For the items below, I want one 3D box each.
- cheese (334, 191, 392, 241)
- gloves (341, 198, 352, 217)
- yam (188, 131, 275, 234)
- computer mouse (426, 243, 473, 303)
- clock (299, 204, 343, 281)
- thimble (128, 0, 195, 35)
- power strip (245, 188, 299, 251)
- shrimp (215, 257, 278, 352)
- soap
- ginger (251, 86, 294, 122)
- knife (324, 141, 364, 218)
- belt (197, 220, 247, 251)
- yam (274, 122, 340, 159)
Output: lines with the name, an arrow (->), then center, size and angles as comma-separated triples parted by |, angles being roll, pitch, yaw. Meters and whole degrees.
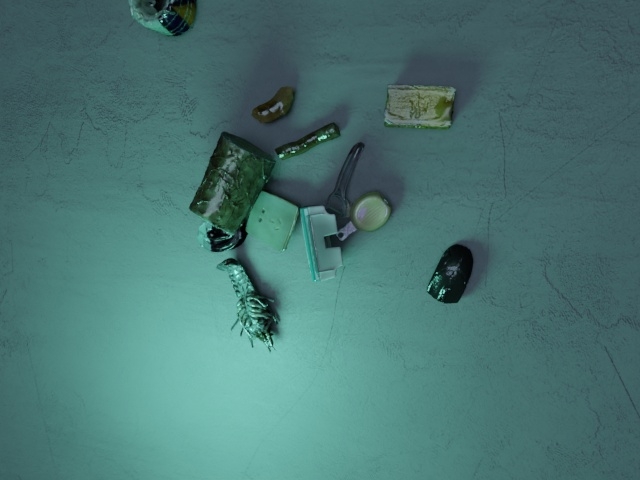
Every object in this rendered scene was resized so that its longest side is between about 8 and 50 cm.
cheese -> 0.149, -0.077, 1.504 | 0.227, 0.064, 0.137 | -39, 100, 5
gloves -> 0.101, -0.115, 1.553 | 0.044, 0.037, 0.080 | -15, 90, -16
yam -> -0.326, -0.210, 1.521 | 0.241, 0.241, 0.348 | 27, 93, 10
computer mouse -> 0.464, 0.122, 1.465 | 0.122, 0.073, 0.217 | 22, 104, 11
clock -> 0.000, 0.000, 1.501 | 0.116, 0.231, 0.262 | -9, 95, -4
thimble -> -0.606, -0.902, 1.574 | 0.238, 0.150, 0.237 | 3, 99, 16
power strip -> -0.178, -0.083, 1.615 | 0.213, 0.065, 0.198 | 29, 106, 24
shrimp -> -0.282, 0.263, 1.652 | 0.222, 0.166, 0.410 | -25, 79, 19
soap -> 0.335, -0.455, 1.419 | 0.234, 0.076, 0.134 | 8, 98, 15
ginger -> -0.171, -0.501, 1.552 | 0.190, 0.069, 0.095 | -27, 95, 16
knife -> 0.085, -0.230, 1.499 | 0.053, 0.123, 0.277 | 15, 83, 38
belt -> -0.400, -0.030, 1.675 | 0.199, 0.078, 0.151 | -14, 93, 14
yam -> -0.050, -0.364, 1.544 | 0.253, 0.061, 0.061 | -20, 92, 18
